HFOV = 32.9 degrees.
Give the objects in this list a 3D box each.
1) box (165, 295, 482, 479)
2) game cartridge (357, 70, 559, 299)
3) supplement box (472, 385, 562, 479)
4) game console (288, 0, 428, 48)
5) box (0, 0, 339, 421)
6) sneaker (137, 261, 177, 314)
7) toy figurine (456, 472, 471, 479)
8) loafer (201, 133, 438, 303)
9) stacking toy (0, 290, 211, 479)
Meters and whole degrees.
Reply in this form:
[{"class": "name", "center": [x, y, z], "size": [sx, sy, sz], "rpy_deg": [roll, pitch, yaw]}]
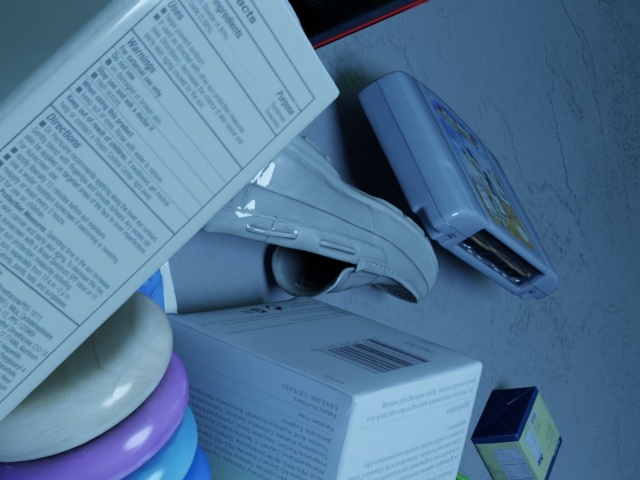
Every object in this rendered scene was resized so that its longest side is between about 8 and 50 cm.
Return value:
[{"class": "box", "center": [-0.007, 0.127, 0.801], "size": [0.181, 0.182, 0.119], "rpy_deg": [-3, 107, -55]}, {"class": "game cartridge", "center": [0.147, -0.057, 1.120], "size": [0.297, 0.062, 0.198], "rpy_deg": [28, 38, -57]}, {"class": "supplement box", "center": [0.222, 0.223, 1.217], "size": [0.083, 0.056, 0.083], "rpy_deg": [61, 39, -22]}, {"class": "game console", "center": [-0.094, -0.258, 0.655], "size": [0.060, 0.387, 0.342], "rpy_deg": [-74, 140, -68]}, {"class": "box", "center": [-0.156, -0.038, 0.562], "size": [0.311, 0.121, 0.148], "rpy_deg": [-44, 139, -8]}, {"class": "sneaker", "center": [-0.151, 0.005, 0.766], "size": [0.084, 0.058, 0.152], "rpy_deg": [-24, 107, -62]}, {"class": "toy figurine", "center": [0.078, 0.316, 0.979], "size": [0.159, 0.130, 0.173], "rpy_deg": [-35, 134, -38]}, {"class": "loafer", "center": [0.000, 0.000, 0.946], "size": [0.319, 0.112, 0.111], "rpy_deg": [32, 75, -48]}, {"class": "stacking toy", "center": [-0.110, 0.198, 0.697], "size": [0.141, 0.141, 0.330], "rpy_deg": [-52, 132, -47]}]
